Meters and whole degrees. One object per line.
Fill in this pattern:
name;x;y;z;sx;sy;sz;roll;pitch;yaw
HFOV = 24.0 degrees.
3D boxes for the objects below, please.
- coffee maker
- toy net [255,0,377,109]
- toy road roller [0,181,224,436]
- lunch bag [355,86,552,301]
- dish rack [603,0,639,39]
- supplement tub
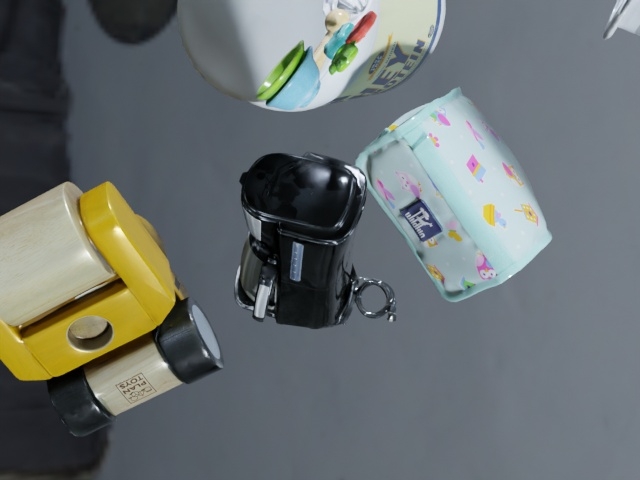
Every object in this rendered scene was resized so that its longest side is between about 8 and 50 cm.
coffee maker;0.000;0.000;1.540;0.178;0.171;0.120;100;164;-57
toy net;0.013;-0.214;1.493;0.122;0.045;0.232;-43;15;38
toy road roller;-0.272;0.045;1.758;0.202;0.329;0.240;-27;40;7
lunch bag;0.159;-0.055;1.780;0.160;0.262;0.223;-34;92;11
dish rack;0.376;-0.342;1.395;0.285;0.072;0.333;-63;-4;-17
supplement tub;-0.007;-0.281;1.828;0.235;0.325;0.235;5;102;25
